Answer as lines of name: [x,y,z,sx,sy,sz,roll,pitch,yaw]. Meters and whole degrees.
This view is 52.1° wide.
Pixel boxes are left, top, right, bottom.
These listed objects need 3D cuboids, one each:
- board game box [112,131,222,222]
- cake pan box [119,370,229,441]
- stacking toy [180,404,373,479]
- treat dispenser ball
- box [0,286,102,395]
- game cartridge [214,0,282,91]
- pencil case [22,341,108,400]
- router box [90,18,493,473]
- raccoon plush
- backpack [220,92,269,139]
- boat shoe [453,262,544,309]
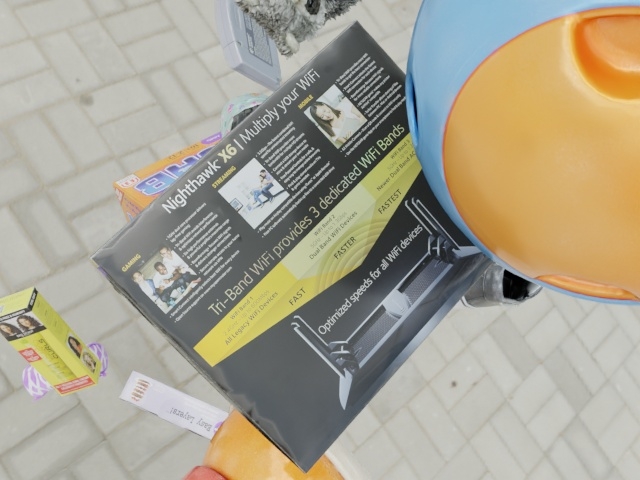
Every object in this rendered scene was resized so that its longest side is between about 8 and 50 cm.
board game box: [-0.285,-0.031,1.802,0.356,0.356,0.356,-31,129,-26]
cake pan box: [-0.248,0.368,1.359,0.267,0.246,0.070,18,74,19]
stacking toy: [-0.163,0.475,0.933,0.480,0.350,0.351,-33,87,-34]
treat dispenser ball: [0.200,-0.101,0.420,0.288,0.288,0.288,9,67,-23]
box: [-0.509,0.192,1.223,0.087,0.232,0.058,-18,39,7]
game cartridge: [-0.200,-0.567,1.781,0.198,0.062,0.297,15,58,-48]
pencil case: [-0.597,0.306,1.542,0.086,0.206,0.088,-15,86,-74]
router box: [0.000,0.000,0.579,0.309,0.081,0.243,-45,98,-15]
raccoon plush: [-0.070,-0.475,1.437,0.216,0.446,0.299,34,68,1]
backpack: [-0.113,-0.162,1.141,0.152,0.115,0.182,-18,123,-19]
boat shoe: [0.293,0.047,0.984,0.301,0.102,0.108,-3,91,-53]
